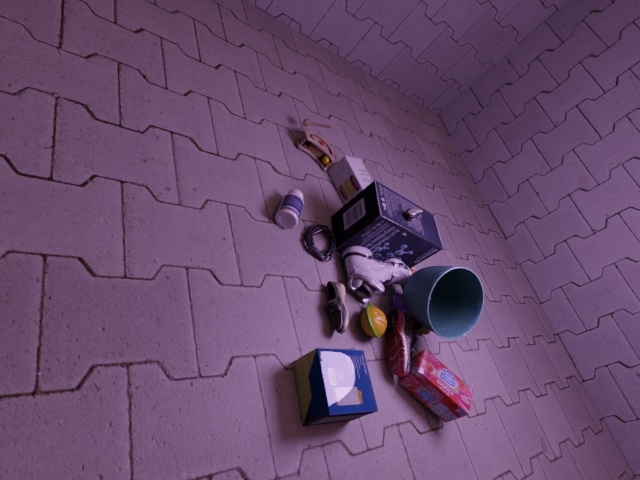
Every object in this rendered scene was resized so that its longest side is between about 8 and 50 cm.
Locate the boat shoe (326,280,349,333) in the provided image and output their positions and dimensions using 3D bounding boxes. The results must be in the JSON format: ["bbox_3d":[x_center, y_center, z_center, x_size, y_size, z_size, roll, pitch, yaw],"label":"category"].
[{"bbox_3d":[0.054,0.248,1.506,0.074,0.080,0.223,23,39,-23],"label":"boat shoe"}]

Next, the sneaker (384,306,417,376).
[{"bbox_3d":[0.336,0.405,1.608,0.112,0.121,0.299,27,43,-14],"label":"sneaker"}]

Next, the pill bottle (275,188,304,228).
[{"bbox_3d":[-0.120,-0.133,1.628,0.094,0.094,0.169,36,40,-18],"label":"pill bottle"}]

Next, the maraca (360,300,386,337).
[{"bbox_3d":[0.212,0.314,1.593,0.185,0.099,0.127,-56,124,-72],"label":"maraca"}]

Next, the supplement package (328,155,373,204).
[{"bbox_3d":[0.171,-0.284,2.010,0.134,0.139,0.243,-4,62,-49],"label":"supplement package"}]

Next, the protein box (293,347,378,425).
[{"bbox_3d":[0.045,0.460,1.266,0.201,0.136,0.199,15,50,-37],"label":"protein box"}]

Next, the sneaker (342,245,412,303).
[{"bbox_3d":[0.253,0.173,1.723,0.366,0.137,0.210,23,46,-25],"label":"sneaker"}]

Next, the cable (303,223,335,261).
[{"bbox_3d":[0.000,0.000,1.687,0.151,0.047,0.184,34,43,-13],"label":"cable"}]

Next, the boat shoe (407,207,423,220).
[{"bbox_3d":[0.401,-0.111,1.700,0.046,0.038,0.125,16,22,25],"label":"boat shoe"}]

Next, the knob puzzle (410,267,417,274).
[{"bbox_3d":[0.453,0.164,1.995,0.213,0.030,0.213,33,39,-32],"label":"knob puzzle"}]

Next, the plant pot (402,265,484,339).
[{"bbox_3d":[0.487,0.238,1.680,0.293,0.235,0.292,-3,96,-26],"label":"plant pot"}]

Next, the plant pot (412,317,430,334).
[{"bbox_3d":[0.460,0.384,1.806,0.079,0.083,0.083,42,36,-31],"label":"plant pot"}]

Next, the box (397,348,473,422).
[{"bbox_3d":[0.449,0.568,1.563,0.257,0.128,0.122,40,41,-1],"label":"box"}]

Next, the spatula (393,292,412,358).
[{"bbox_3d":[0.365,0.369,1.751,0.084,0.030,0.296,21,47,-32],"label":"spatula"}]

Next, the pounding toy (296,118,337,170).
[{"bbox_3d":[-0.010,-0.496,1.990,0.269,0.155,0.154,50,33,-1],"label":"pounding toy"}]

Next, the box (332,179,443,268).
[{"bbox_3d":[0.296,-0.039,1.807,0.396,0.294,0.211,23,46,-31],"label":"box"}]
